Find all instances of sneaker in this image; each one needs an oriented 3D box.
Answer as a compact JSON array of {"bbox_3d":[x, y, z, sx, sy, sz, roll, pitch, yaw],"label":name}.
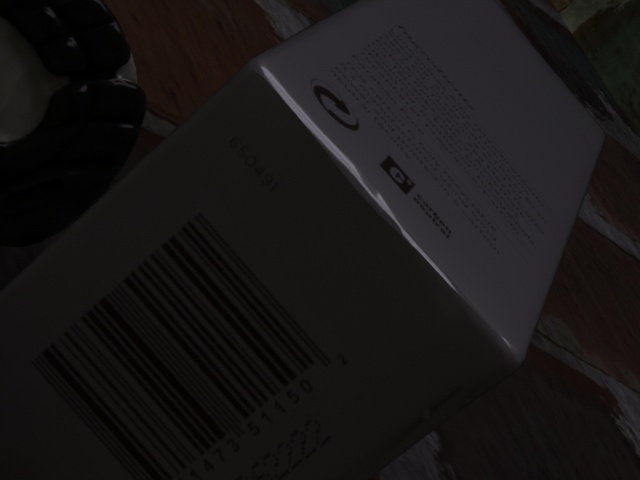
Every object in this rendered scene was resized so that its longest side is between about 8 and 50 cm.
[{"bbox_3d":[-0.269,-0.154,0.788,0.410,0.158,0.182,44,-8,-11],"label":"sneaker"}]

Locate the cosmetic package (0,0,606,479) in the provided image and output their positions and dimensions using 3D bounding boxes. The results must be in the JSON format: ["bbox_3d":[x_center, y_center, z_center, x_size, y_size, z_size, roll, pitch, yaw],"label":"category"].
[{"bbox_3d":[0.000,0.000,0.868,0.161,0.230,0.453,49,21,-2],"label":"cosmetic package"}]
